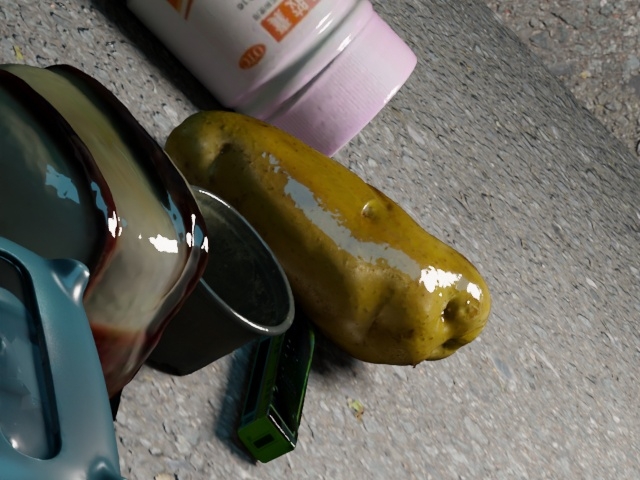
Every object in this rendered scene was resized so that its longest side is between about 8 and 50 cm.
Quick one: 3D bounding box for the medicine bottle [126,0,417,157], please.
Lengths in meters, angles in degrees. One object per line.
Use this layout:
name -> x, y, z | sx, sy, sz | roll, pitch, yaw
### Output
medicine bottle -> -0.065, -0.247, 1.980 | 0.316, 0.202, 0.202 | 45, 22, -11

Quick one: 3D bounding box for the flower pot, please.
flower pot -> -0.114, 0.043, 1.553 | 0.157, 0.107, 0.157 | 43, 23, -24

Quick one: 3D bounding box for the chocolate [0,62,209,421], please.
chocolate -> -0.203, -0.013, 1.366 | 0.283, 0.186, 0.283 | 41, 24, -23

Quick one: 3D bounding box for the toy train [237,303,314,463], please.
toy train -> -0.041, 0.127, 1.637 | 0.044, 0.042, 0.209 | 54, 19, -19

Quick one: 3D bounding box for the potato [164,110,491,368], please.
potato -> 0.000, 0.000, 1.780 | 0.369, 0.176, 0.195 | 37, 42, -8

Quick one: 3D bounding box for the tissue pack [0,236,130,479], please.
tissue pack -> -0.233, 0.120, 1.076 | 0.198, 0.206, 0.287 | 30, 28, -38
